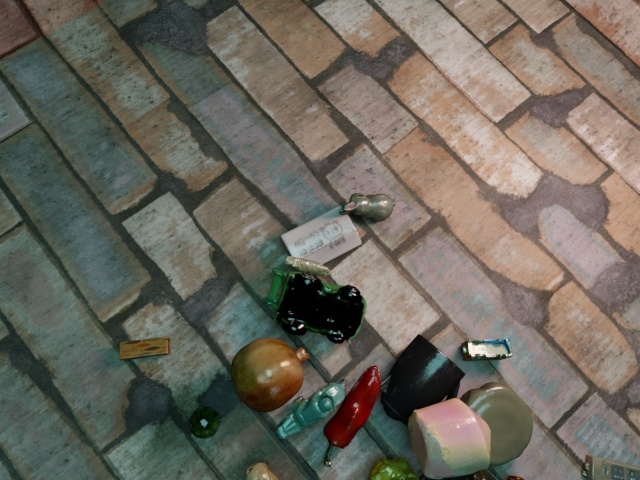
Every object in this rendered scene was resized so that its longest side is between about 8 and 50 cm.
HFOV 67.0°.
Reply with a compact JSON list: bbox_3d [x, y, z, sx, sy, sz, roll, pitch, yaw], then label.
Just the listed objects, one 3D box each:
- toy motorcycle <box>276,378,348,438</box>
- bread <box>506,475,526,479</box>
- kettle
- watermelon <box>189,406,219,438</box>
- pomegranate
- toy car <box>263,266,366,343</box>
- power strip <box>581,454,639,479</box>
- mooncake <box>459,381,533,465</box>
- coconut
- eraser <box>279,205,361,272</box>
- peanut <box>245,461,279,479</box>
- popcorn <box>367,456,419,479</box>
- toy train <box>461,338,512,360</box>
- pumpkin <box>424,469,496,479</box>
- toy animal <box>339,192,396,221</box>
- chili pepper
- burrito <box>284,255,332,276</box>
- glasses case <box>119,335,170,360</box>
[{"bbox_3d":[-0.018,0.573,1.643,0.297,0.198,0.109,-32,83,-11],"label":"toy motorcycle"},{"bbox_3d":[0.685,0.845,1.672,0.085,0.085,0.053,25,82,3],"label":"bread"},{"bbox_3d":[0.355,0.523,1.691,0.268,0.207,0.290,41,85,-7],"label":"kettle"},{"bbox_3d":[-0.404,0.631,1.668,0.106,0.062,0.105,0,75,1],"label":"watermelon"},{"bbox_3d":[-0.163,0.444,1.645,0.271,0.252,0.229,-26,57,-9],"label":"pomegranate"},{"bbox_3d":[-0.022,0.227,1.752,0.359,0.176,0.213,15,99,-7],"label":"toy car"},{"bbox_3d":[1.078,0.834,1.722,0.286,0.048,0.080,13,74,-2],"label":"power strip"},{"bbox_3d":[0.605,0.639,1.701,0.275,0.135,0.274,1,77,-5],"label":"mooncake"},{"bbox_3d":[0.423,0.633,1.546,0.245,0.233,0.233,-8,75,-12],"label":"coconut"},{"bbox_3d":[0.000,0.000,1.863,0.270,0.095,0.174,-27,84,-10],"label":"eraser"},{"bbox_3d":[-0.166,0.874,1.582,0.130,0.130,0.290,-20,76,-9],"label":"peanut"},{"bbox_3d":[0.246,0.824,1.613,0.198,0.155,0.197,4,61,-7],"label":"popcorn"},{"bbox_3d":[0.607,0.403,1.786,0.188,0.099,0.072,-1,71,-3],"label":"toy train"},{"bbox_3d":[0.470,0.874,1.579,0.300,0.207,0.300,2,73,-7],"label":"pumpkin"},{"bbox_3d":[0.175,-0.141,1.863,0.236,0.138,0.108,12,62,-40],"label":"toy animal"},{"bbox_3d":[0.104,0.597,1.658,0.110,0.110,0.387,32,98,5],"label":"chili pepper"},{"bbox_3d":[-0.046,0.098,1.779,0.188,0.058,0.045,14,68,-16],"label":"burrito"},{"bbox_3d":[-0.629,0.389,1.734,0.170,0.041,0.064,-7,63,-5],"label":"glasses case"}]
